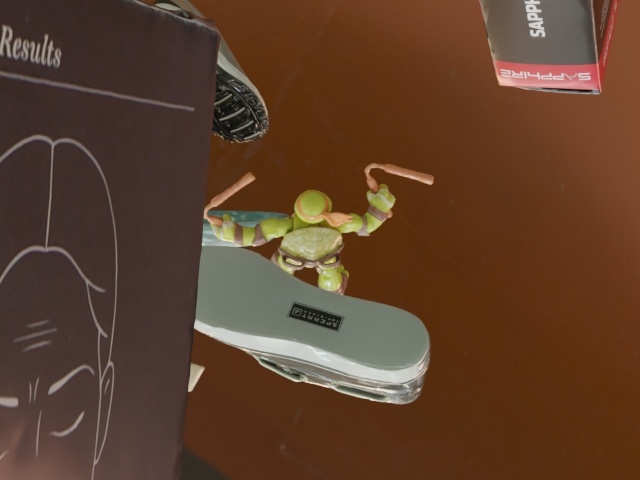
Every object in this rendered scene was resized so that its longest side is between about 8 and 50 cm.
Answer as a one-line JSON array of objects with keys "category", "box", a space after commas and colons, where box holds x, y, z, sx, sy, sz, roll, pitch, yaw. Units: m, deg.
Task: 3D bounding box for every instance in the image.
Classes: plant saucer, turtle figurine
[{"category": "plant saucer", "box": [-0.206, -0.017, 1.746, 0.318, 0.317, 0.043, 2, 96, 19]}, {"category": "turtle figurine", "box": [0.000, 0.000, 1.337, 0.270, 0.217, 0.087, -11, 60, -9]}]

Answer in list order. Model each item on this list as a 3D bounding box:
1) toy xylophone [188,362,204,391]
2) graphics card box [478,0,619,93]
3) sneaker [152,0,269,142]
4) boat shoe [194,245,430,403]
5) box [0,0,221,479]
[{"category": "toy xylophone", "box": [-0.254, 0.182, 1.120, 0.081, 0.236, 0.322, 15, 78, 49]}, {"category": "graphics card box", "box": [0.162, -0.301, 0.793, 0.094, 0.371, 0.232, 7, 66, 20]}, {"category": "sneaker", "box": [-0.160, -0.260, 1.682, 0.100, 0.108, 0.271, -22, 124, 22]}, {"category": "boat shoe", "box": [-0.025, 0.071, 0.854, 0.219, 0.077, 0.070, 20, 142, 16]}, {"category": "box", "box": [-0.199, 0.088, 0.414, 0.212, 0.293, 0.395, 7, 94, 16]}]
